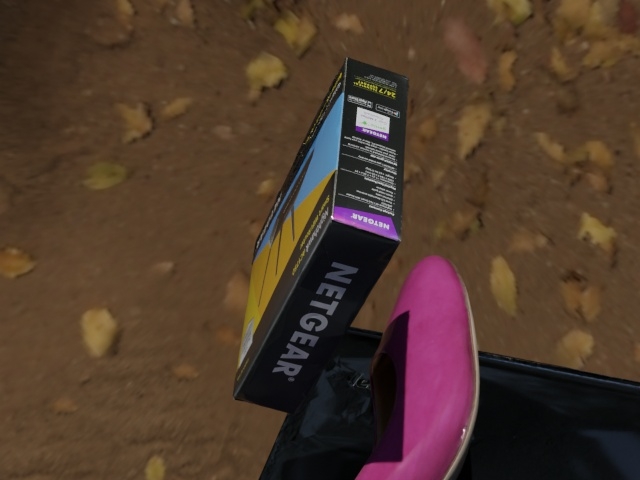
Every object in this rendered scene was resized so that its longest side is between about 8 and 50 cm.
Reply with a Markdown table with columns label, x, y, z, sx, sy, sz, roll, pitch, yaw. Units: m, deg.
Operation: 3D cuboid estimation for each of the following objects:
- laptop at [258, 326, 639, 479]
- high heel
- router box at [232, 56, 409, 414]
| label | x | y | z | sx | sy | sz | roll | pitch | yaw |
| --- | --- | --- | --- | --- | --- | --- | --- | --- | --- |
| laptop | 0.125 | 0.324 | 1.168 | 0.382 | 0.236 | 0.408 | 9 | 118 | 32 |
| high heel | 0.007 | 0.156 | 1.017 | 0.181 | 0.127 | 0.377 | 8 | 51 | -1 |
| router box | 0.000 | 0.000 | 0.906 | 0.046 | 0.133 | 0.179 | 16 | 136 | -12 |
